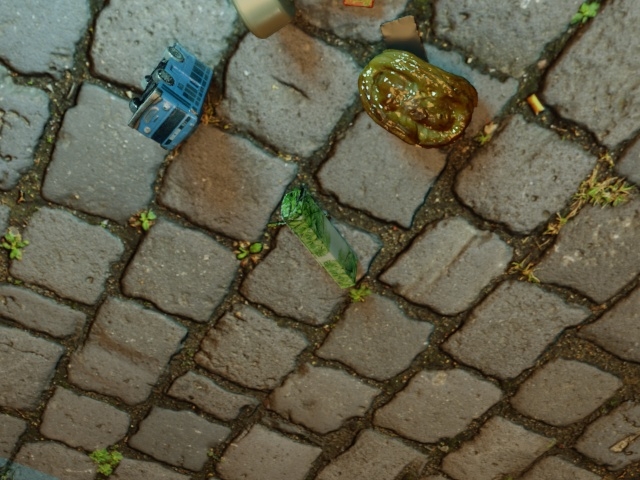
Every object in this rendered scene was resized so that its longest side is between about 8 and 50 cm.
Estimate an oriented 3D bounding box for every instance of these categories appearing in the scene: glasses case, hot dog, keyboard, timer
[{"bbox_3d":[0.000,0.000,1.823,0.062,0.095,0.272,-19,128,26],"label":"glasses case"},{"bbox_3d":[0.206,-0.296,1.568,0.259,0.114,0.175,21,122,-16],"label":"hot dog"},{"bbox_3d":[0.190,-0.383,1.585,0.074,0.015,0.196,-17,124,12],"label":"keyboard"},{"bbox_3d":[-0.031,-0.513,1.401,0.266,0.175,0.175,-19,123,19],"label":"timer"}]

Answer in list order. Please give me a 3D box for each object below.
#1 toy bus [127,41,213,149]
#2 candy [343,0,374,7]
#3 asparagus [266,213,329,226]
[{"bbox_3d":[-0.308,-0.300,1.551,0.133,0.234,0.116,36,122,-23],"label":"toy bus"},{"bbox_3d":[0.082,-0.527,1.470,0.062,0.038,0.122,6,127,0],"label":"candy"},{"bbox_3d":[-0.057,-0.049,1.857,0.166,0.013,0.016,-9,136,12],"label":"asparagus"}]
